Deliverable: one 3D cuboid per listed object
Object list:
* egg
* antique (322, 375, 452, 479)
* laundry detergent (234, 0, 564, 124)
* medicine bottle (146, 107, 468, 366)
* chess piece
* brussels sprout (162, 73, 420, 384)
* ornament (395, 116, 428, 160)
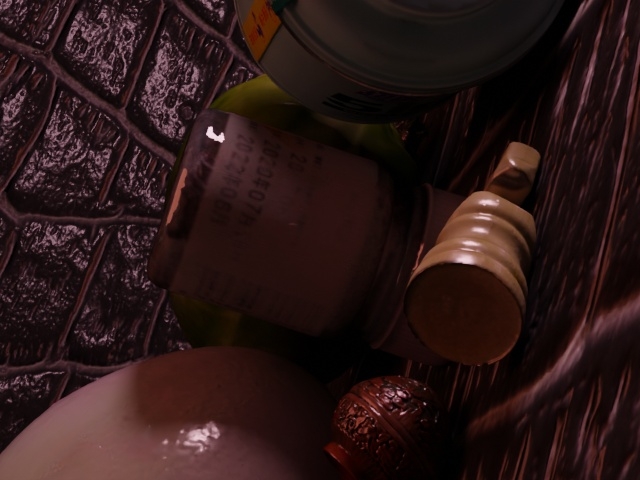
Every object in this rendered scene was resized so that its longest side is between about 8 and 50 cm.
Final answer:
[{"bbox_3d":[-0.109,0.255,1.175,0.340,0.354,0.354,-49,-2,-24],"label":"egg"},{"bbox_3d":[0.057,0.154,1.039,0.104,0.104,0.104,-162,90,-83],"label":"antique"},{"bbox_3d":[0.071,-0.263,1.205,0.305,0.287,0.287,172,116,-82],"label":"laundry detergent"},{"bbox_3d":[0.000,0.000,1.141,0.165,0.273,0.165,-163,90,-82],"label":"medicine bottle"},{"bbox_3d":[0.127,0.002,1.010,0.200,0.090,0.090,-62,-3,-54],"label":"chess piece"},{"bbox_3d":[-0.026,-0.021,1.442,0.315,0.275,0.371,88,-166,-63],"label":"brussels sprout"},{"bbox_3d":[0.105,-0.124,1.626,0.125,0.028,0.073,-127,56,-79],"label":"ornament"}]
